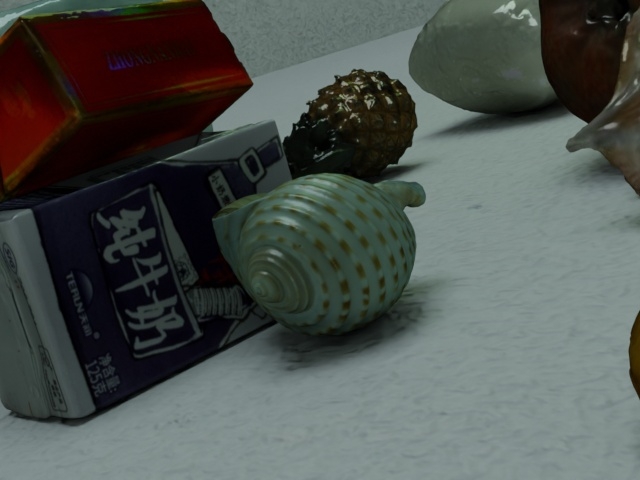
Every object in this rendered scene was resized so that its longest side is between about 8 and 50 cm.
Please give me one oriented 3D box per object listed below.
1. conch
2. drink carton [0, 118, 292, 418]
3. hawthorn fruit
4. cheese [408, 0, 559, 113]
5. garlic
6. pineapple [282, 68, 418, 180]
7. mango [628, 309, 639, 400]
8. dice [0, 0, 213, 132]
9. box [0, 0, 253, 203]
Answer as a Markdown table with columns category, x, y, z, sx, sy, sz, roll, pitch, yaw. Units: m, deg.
| category | x | y | z | sx | sy | sz | roll | pitch | yaw |
| --- | --- | --- | --- | --- | --- | --- | --- | --- | --- |
| conch | -0.002 | 0.007 | 0.817 | 0.135 | 0.102 | 0.153 | 11 | 6 | 30 |
| drink carton | -0.118 | 0.014 | 0.868 | 0.222 | 0.134 | 0.102 | -25 | 12 | -39 |
| hawthorn fruit | 0.306 | -0.177 | 1.059 | 0.262 | 0.211 | 0.210 | -2 | -1 | -42 |
| cheese | 0.220 | -0.224 | 1.456 | 0.198 | 0.154 | 0.189 | 0 | 39 | 43 |
| garlic | 0.243 | -0.095 | 0.881 | 0.124 | 0.175 | 0.099 | -18 | -25 | 40 |
| pineapple | -0.010 | -0.085 | 1.276 | 0.237 | 0.111 | 0.119 | -33 | -10 | -39 |
| mango | 0.164 | 0.045 | 0.525 | 0.077 | 0.063 | 0.127 | -2 | 17 | 25 |
| dice | -0.292 | -0.128 | 1.434 | 0.262 | 0.268 | 0.264 | -24 | 15 | -27 |
| box | -0.221 | -0.052 | 0.971 | 0.313 | 0.089 | 0.197 | -37 | -9 | 34 |
